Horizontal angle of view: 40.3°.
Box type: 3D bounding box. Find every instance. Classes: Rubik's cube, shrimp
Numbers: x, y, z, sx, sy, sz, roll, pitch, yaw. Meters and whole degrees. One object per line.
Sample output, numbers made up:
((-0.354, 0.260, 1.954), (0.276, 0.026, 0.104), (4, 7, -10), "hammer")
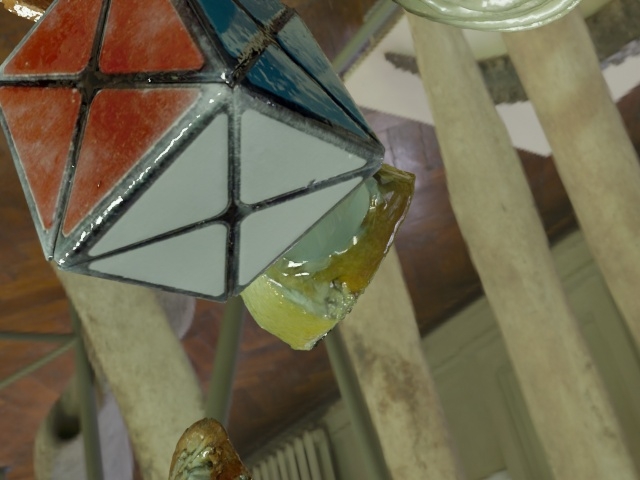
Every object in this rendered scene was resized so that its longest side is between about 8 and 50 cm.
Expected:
((-0.132, -0.120, 0.868), (0.254, 0.259, 0.260), (-40, 151, 21), "Rubik's cube")
((-0.097, 0.214, 0.789), (0.043, 0.092, 0.184), (20, 173, -32), "shrimp")

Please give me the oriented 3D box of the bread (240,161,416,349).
((-0.004, 0.007, 1.583), (0.239, 0.395, 0.264), (27, 177, 4), "bread")

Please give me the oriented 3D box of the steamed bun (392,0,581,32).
((0.175, -0.352, 0.845), (0.309, 0.220, 0.324), (-2, 134, -1), "steamed bun")

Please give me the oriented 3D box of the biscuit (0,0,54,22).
((-0.499, -0.453, 1.532), (0.283, 0.306, 0.043), (-8, 139, -37), "biscuit")
